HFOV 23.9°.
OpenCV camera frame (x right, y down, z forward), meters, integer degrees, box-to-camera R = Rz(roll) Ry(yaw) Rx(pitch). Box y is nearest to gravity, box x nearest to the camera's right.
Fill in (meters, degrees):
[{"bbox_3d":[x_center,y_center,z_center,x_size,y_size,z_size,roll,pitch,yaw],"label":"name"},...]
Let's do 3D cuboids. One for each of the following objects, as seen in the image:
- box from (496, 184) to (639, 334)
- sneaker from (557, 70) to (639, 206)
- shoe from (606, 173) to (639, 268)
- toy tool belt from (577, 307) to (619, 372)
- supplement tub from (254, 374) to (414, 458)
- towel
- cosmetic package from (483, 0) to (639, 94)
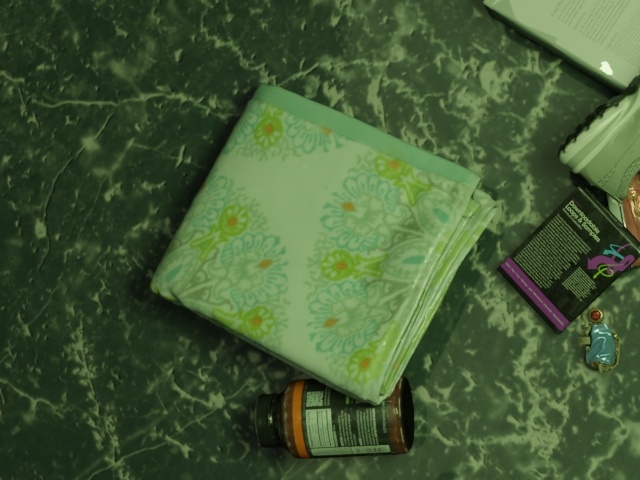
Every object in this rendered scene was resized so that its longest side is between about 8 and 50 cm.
[{"bbox_3d":[0.317,0.025,1.916,0.116,0.029,0.162,49,121,12],"label":"box"},{"bbox_3d":[0.423,-0.159,1.819,0.281,0.105,0.115,-42,96,20],"label":"sneaker"},{"bbox_3d":[0.404,-0.056,1.916,0.081,0.063,0.178,-9,90,11],"label":"shoe"},{"bbox_3d":[0.352,0.126,1.917,0.052,0.051,0.083,-6,85,12],"label":"toy tool belt"},{"bbox_3d":[0.018,0.228,1.960,0.198,0.106,0.106,-4,85,13],"label":"supplement tub"},{"bbox_3d":[0.000,0.000,1.943,0.374,0.090,0.320,26,81,23],"label":"towel"},{"bbox_3d":[0.427,-0.379,1.912,0.284,0.097,0.377,34,94,10],"label":"cosmetic package"}]
